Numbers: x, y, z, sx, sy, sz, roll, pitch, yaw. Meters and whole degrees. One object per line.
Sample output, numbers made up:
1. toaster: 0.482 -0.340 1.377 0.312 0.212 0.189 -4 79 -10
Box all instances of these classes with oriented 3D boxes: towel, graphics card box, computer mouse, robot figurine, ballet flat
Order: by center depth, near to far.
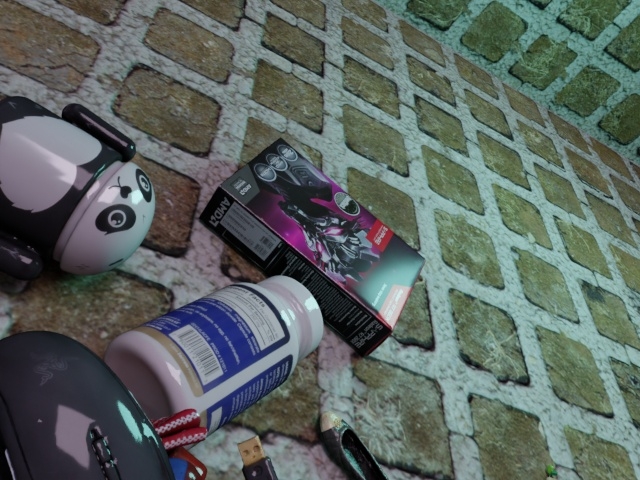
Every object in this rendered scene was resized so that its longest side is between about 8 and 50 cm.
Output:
1. computer mouse: -0.114 0.156 0.405 0.184 0.060 0.262 -14 66 -44
2. towel: -0.249 0.188 0.517 0.199 0.275 0.031 -2 75 -41
3. robot figurine: -0.350 -0.073 0.747 0.278 0.209 0.173 32 3 -11
4. ballet flat: 0.061 0.309 0.823 0.173 0.049 0.057 51 38 13
5. graphics card box: 0.000 0.000 1.037 0.371 0.094 0.233 40 38 0

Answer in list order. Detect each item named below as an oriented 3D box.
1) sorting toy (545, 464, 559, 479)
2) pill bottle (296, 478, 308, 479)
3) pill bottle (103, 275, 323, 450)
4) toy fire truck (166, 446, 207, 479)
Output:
1. sorting toy: 0.422 0.439 1.029 0.062 0.012 0.083 21 46 -16
2. pill bottle: 0.062 0.369 0.702 0.229 0.131 0.131 25 41 -19
3. pill bottle: -0.123 0.143 0.748 0.153 0.153 0.265 51 39 13
4. toy fire truck: -0.184 0.291 0.472 0.169 0.254 0.302 40 38 -2
